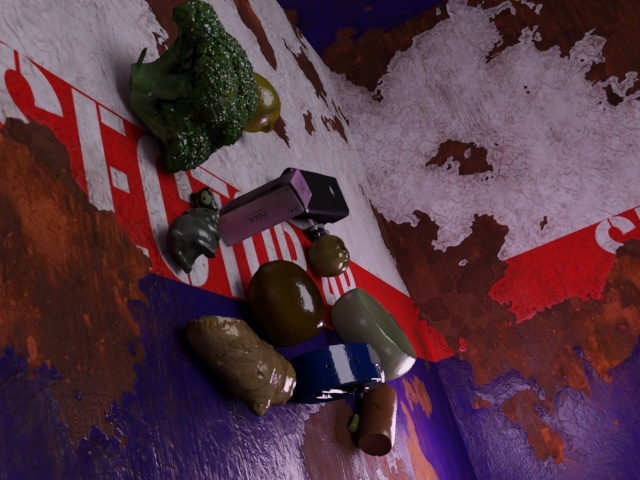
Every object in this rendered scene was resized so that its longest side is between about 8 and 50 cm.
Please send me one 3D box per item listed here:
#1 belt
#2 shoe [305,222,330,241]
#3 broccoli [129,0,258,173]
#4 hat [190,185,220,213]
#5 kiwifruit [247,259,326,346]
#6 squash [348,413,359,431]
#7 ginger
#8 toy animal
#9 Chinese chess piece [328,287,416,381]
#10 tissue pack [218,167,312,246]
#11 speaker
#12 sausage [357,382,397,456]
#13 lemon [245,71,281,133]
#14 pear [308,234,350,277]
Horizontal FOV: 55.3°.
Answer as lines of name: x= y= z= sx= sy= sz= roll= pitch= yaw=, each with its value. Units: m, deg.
belt: x=0.046 y=0.369 z=1.702 sx=0.347 sy=0.212 sz=0.117 roll=24 pitch=42 yaw=-60
shoe: x=0.000 y=0.000 z=2.339 sx=0.169 sy=0.071 sz=0.099 roll=39 pitch=34 yaw=-64
broccoli: x=-0.309 y=-0.380 z=1.521 sx=0.321 sy=0.310 sz=0.413 roll=-37 pitch=137 yaw=-67
hat: x=-0.295 y=-0.095 z=1.568 sx=0.076 sy=0.059 sz=0.077 roll=-115 pitch=-178 yaw=-77
kiwifruit: x=-0.093 y=0.161 z=1.606 sx=0.234 sy=0.196 sz=0.196 roll=62 pitch=15 yaw=10
squash: x=0.108 y=0.573 z=1.930 sx=0.027 sy=0.027 sz=0.083 roll=64 pitch=17 yaw=-6
ginger: x=-0.169 y=0.266 z=1.346 sx=0.354 sy=0.126 sz=0.190 roll=51 pitch=32 yaw=-34
toy animal: x=-0.285 y=-0.033 z=1.418 sx=0.138 sy=0.108 sz=0.236 roll=54 pitch=19 yaw=-32
Chinese chess piece: x=0.183 y=0.331 z=2.156 sx=0.349 sy=0.146 sz=0.349 roll=46 pitch=11 yaw=-12
tissue pack: x=-0.154 y=-0.091 z=1.661 sx=0.092 sy=0.246 sz=0.148 roll=60 pitch=17 yaw=-17
speaker: x=-0.049 y=-0.141 z=2.300 sx=0.388 sy=0.184 sz=0.180 roll=3 pitch=62 yaw=-60
sausage: x=0.189 y=0.577 z=2.011 sx=0.121 sy=0.121 sz=0.304 roll=61 pitch=18 yaw=-14
lemon: x=-0.237 y=-0.472 z=2.063 sx=0.248 sy=0.184 sz=0.184 roll=57 pitch=18 yaw=-9
pear: x=0.035 y=0.058 z=2.234 sx=0.167 sy=0.136 sz=0.167 roll=54 pitch=25 yaw=-39
